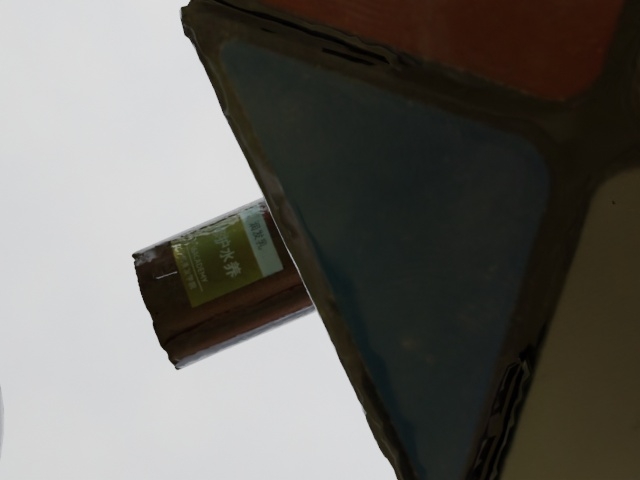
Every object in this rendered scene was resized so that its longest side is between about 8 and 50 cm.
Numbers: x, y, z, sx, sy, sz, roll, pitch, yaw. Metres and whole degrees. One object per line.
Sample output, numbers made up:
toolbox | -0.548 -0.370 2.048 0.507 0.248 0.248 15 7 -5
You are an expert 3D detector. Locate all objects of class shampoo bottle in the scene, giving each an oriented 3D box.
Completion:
shampoo bottle | 0.000 0.000 1.179 0.084 0.323 0.129 66 2 -53

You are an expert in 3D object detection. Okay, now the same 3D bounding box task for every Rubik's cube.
Rubik's cube | 0.171 -0.064 0.619 0.307 0.310 0.305 -28 -96 27

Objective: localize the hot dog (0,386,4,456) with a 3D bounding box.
hot dog | -0.199 0.199 0.467 0.107 0.194 0.326 -144 -128 -65
